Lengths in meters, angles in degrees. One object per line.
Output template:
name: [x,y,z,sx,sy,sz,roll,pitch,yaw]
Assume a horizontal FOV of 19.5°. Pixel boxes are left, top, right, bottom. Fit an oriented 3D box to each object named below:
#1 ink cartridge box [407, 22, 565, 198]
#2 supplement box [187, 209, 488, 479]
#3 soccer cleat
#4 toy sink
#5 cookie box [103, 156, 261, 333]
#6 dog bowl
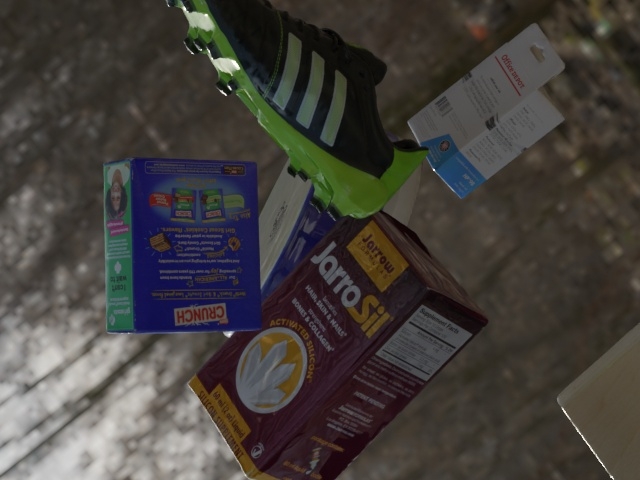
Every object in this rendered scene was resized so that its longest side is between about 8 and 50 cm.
ink cartridge box: [0.194,-0.142,2.036,0.060,0.180,0.104,43,-165,-37]
supplement box: [0.011,0.079,1.319,0.081,0.188,0.104,29,-162,-48]
soccer cleat: [-0.013,-0.090,0.963,0.179,0.072,0.060,52,171,-25]
toy sink: [0.317,0.156,1.406,0.234,0.153,0.131,39,-167,-43]
cookie box: [-0.086,0.004,1.160,0.040,0.092,0.107,-7,83,57]
dog bowl: [0.000,0.000,1.916,0.104,0.265,0.265,25,-170,-10]
